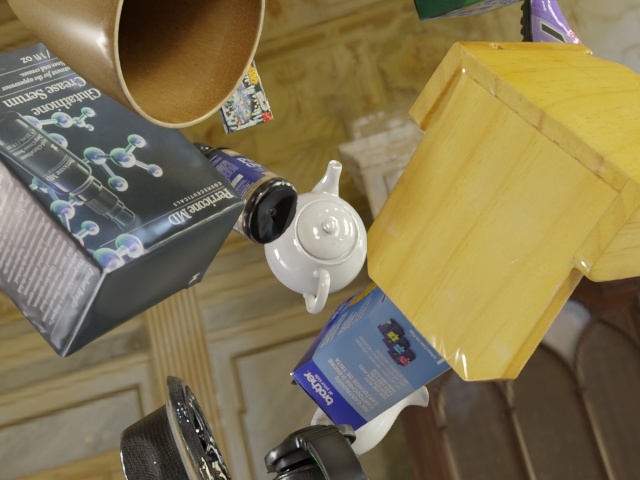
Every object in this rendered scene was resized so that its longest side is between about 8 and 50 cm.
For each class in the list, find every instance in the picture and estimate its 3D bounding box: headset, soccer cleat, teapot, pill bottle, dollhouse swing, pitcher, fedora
[{"bbox_3d":[-0.018,0.373,1.501,0.185,0.243,0.394,-14,3,-14],"label":"headset"},{"bbox_3d":[0.393,-0.240,1.685,0.116,0.318,0.108,-9,18,33],"label":"soccer cleat"},{"bbox_3d":[0.000,0.000,2.463,0.252,0.256,0.187,-35,-4,-22],"label":"teapot"},{"bbox_3d":[-0.154,-0.090,1.927,0.122,0.219,0.123,-32,-43,-35],"label":"pill bottle"},{"bbox_3d":[0.279,-0.030,1.346,0.315,0.347,0.305,-6,-54,-33],"label":"dollhouse swing"},{"bbox_3d":[0.072,0.301,2.083,0.207,0.178,0.125,-32,-32,-23],"label":"pitcher"},{"bbox_3d":[-0.249,0.409,1.904,0.152,0.334,0.334,-23,-21,-4],"label":"fedora"}]

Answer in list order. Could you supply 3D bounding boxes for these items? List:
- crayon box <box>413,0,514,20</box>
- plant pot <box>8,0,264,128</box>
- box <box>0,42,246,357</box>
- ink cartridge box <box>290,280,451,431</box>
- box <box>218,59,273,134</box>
[{"bbox_3d":[0.299,-0.379,1.455,0.323,0.083,0.203,-15,4,32],"label":"crayon box"},{"bbox_3d":[-0.236,-0.275,1.265,0.254,0.237,0.237,21,-2,31],"label":"plant pot"},{"bbox_3d":[-0.366,-0.080,1.629,0.293,0.395,0.212,-31,-17,-47],"label":"box"},{"bbox_3d":[0.127,0.146,1.809,0.395,0.151,0.270,-40,4,28],"label":"ink cartridge box"},{"bbox_3d":[-0.154,-0.277,2.068,0.094,0.137,0.027,-21,5,-25],"label":"box"}]
